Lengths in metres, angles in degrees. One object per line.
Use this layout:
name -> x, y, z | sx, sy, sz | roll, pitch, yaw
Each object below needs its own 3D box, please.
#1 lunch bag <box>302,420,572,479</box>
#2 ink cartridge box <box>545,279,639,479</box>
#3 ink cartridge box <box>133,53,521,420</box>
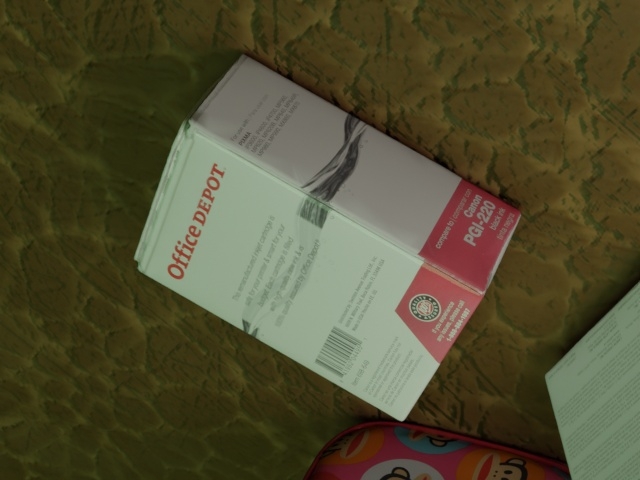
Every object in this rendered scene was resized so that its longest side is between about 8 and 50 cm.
lunch bag -> 0.083, 0.264, 1.087 | 0.258, 0.293, 0.120 | 9, 128, 25
ink cartridge box -> 0.212, 0.127, 0.976 | 0.045, 0.179, 0.145 | 4, 145, -25
ink cartridge box -> 0.000, 0.000, 1.039 | 0.218, 0.092, 0.158 | 29, 137, 2
